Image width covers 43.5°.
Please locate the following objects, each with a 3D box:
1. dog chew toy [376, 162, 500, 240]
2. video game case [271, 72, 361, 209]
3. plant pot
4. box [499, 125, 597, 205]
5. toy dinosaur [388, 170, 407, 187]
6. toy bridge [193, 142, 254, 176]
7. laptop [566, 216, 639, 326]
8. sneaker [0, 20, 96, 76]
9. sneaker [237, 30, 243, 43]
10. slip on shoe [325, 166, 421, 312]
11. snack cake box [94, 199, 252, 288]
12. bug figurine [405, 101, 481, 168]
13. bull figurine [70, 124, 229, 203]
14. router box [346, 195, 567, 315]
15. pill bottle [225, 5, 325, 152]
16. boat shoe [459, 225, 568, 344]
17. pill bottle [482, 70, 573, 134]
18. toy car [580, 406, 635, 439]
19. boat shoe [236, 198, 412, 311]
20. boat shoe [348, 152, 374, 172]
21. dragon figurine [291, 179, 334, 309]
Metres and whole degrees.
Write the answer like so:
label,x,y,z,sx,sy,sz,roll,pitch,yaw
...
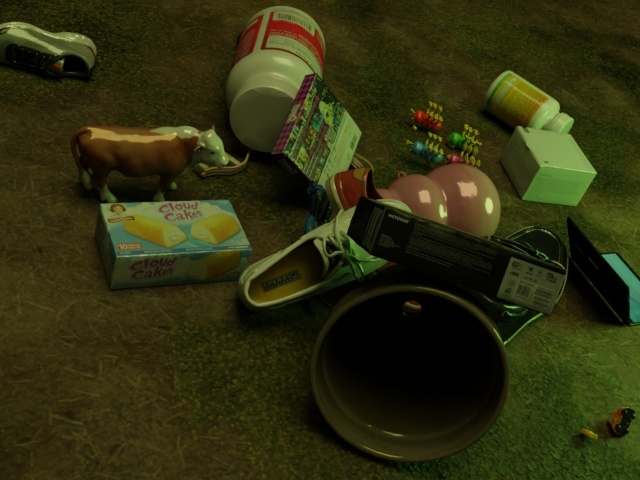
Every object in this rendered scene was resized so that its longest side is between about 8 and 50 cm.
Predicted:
label,x,y,z,sx,sy,sz,roll,pitch,yaw
dog chew toy,0.227,-0.061,1.773,0.331,0.207,0.207,-7,46,-20
video game case,-0.003,-0.220,1.805,0.041,0.210,0.232,-3,55,37
plant pot,0.157,0.171,1.407,0.323,0.323,0.280,21,23,0
box,0.609,-0.201,2.164,0.181,0.119,0.181,5,42,-19
toy dinosaur,0.196,-0.131,1.934,0.047,0.090,0.082,3,85,-7
toy bridge,-0.210,-0.181,1.844,0.063,0.026,0.188,36,40,16
laptop,0.703,0.067,1.876,0.136,0.264,0.234,-29,50,0
sneaker,-0.663,-0.442,1.891,0.271,0.100,0.108,1,48,-24
sneaker,-0.182,-0.555,2.264,0.086,0.085,0.237,36,27,-27
slip on shoe,0.129,0.000,1.621,0.331,0.101,0.123,61,24,-8
snack cake box,-0.284,0.003,1.545,0.264,0.089,0.152,-4,45,-28
bug figurine,0.328,-0.261,2.146,0.216,0.072,0.279,24,34,-7
bull figurine,-0.348,-0.163,1.630,0.310,0.188,0.101,5,42,-19
router box,0.212,0.019,1.329,0.308,0.081,0.243,19,5,-9
pill bottle,-0.110,-0.396,1.973,0.229,0.229,0.408,15,38,-7
boat shoe,0.426,0.076,1.731,0.186,0.156,0.500,35,39,19
pill bottle,0.613,-0.381,2.362,0.245,0.136,0.136,40,42,22
toy car,0.552,0.347,1.550,0.122,0.060,0.040,4,9,-30
boat shoe,0.016,0.026,1.479,0.367,0.156,0.136,-23,93,-7
boat shoe,0.030,-0.198,1.935,0.207,0.073,0.073,26,37,7
dragon figurine,0.000,0.000,1.632,0.085,0.144,0.289,10,40,-13
